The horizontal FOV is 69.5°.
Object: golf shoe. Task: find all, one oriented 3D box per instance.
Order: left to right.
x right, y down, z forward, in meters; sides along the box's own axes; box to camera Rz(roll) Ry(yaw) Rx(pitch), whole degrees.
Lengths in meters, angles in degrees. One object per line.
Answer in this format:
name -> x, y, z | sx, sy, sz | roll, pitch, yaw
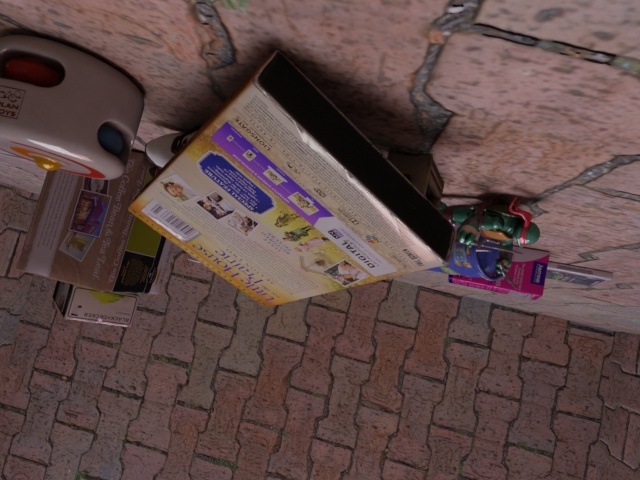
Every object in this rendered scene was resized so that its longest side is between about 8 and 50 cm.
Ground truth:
golf shoe -> -0.211, -0.160, 0.769 | 0.197, 0.077, 0.094 | 5, 161, 11

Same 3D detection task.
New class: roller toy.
roller toy -> -0.355, -0.166, 0.626 | 0.209, 0.147, 0.191 | 20, 170, -41

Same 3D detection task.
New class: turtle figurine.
turtle figurine -> 0.281, -0.014, 0.780 | 0.175, 0.118, 0.234 | 36, 177, -34

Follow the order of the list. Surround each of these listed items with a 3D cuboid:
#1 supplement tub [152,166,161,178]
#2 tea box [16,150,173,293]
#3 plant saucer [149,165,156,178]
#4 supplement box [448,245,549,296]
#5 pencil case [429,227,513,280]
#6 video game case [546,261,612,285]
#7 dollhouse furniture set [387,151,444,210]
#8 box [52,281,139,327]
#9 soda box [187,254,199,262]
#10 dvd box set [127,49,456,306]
supplement tub -> -0.248, -0.119, 0.982 | 0.197, 0.106, 0.106 | 16, 173, -15
tea box -> -0.529, -0.046, 1.187 | 0.219, 0.330, 0.323 | 13, 172, 4
plant saucer -> -0.311, -0.123, 1.100 | 0.198, 0.036, 0.198 | 38, -171, -7
supplement box -> 0.442, 0.070, 1.160 | 0.219, 0.111, 0.114 | 10, 172, 18
pencil case -> 0.284, 0.022, 1.029 | 0.133, 0.120, 0.306 | 33, 166, -21
video game case -> 0.676, 0.092, 1.267 | 0.173, 0.022, 0.190 | 11, 173, 19
dollhouse furniture set -> 0.083, -0.058, 0.729 | 0.183, 0.129, 0.129 | 10, 172, 24
box -> -0.627, 0.157, 1.280 | 0.169, 0.087, 0.289 | 17, 175, -34
soda box -> -0.189, -0.061, 0.871 | 0.073, 0.216, 0.069 | 15, 176, -15
dvd box set -> -0.071, -0.031, 0.655 | 0.307, 0.062, 0.420 | 39, 146, -22
